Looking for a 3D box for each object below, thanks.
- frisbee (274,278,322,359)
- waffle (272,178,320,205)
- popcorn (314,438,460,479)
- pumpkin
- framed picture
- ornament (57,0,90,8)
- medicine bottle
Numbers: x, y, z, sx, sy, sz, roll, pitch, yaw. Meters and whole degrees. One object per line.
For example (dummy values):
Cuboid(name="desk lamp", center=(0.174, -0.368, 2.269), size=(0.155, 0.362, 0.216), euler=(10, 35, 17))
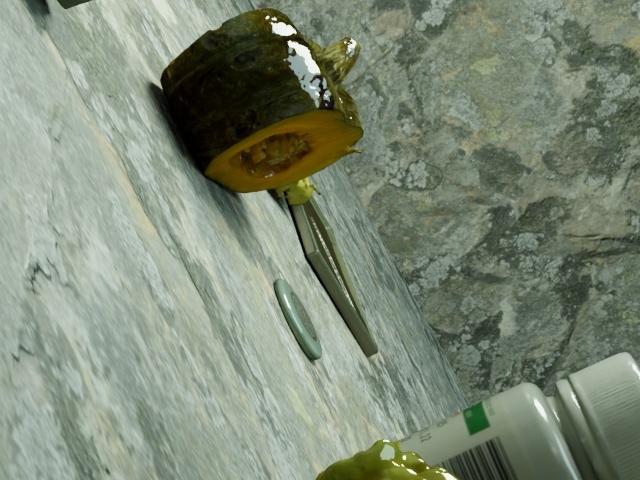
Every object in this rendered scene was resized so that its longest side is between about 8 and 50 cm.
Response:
Cuboid(name="frisbee", center=(-0.026, 0.094, 1.891), size=(0.110, 0.014, 0.110), euler=(62, 7, -13))
Cuboid(name="waffle", center=(-0.090, -0.168, 2.284), size=(0.280, 0.060, 0.262), euler=(60, 10, -18))
Cuboid(name="popcorn", center=(0.054, 0.276, 1.126), size=(0.233, 0.192, 0.266), euler=(50, -27, 33))
Cuboid(name="pumpkin", center=(-0.048, -0.165, 1.818), size=(0.139, 0.221, 0.317), euler=(66, 7, 14))
Cuboid(name="framed picture", center=(0.000, 0.000, 2.491), size=(0.247, 0.022, 0.335), euler=(59, 7, -39))
Cuboid(name="ornament", center=(-0.244, -0.316, 1.303), size=(0.285, 0.130, 0.120), euler=(69, 15, -58))
Cuboid(name="medicine bottle", center=(0.225, 0.272, 1.731), size=(0.208, 0.339, 0.208), euler=(63, 5, -10))
